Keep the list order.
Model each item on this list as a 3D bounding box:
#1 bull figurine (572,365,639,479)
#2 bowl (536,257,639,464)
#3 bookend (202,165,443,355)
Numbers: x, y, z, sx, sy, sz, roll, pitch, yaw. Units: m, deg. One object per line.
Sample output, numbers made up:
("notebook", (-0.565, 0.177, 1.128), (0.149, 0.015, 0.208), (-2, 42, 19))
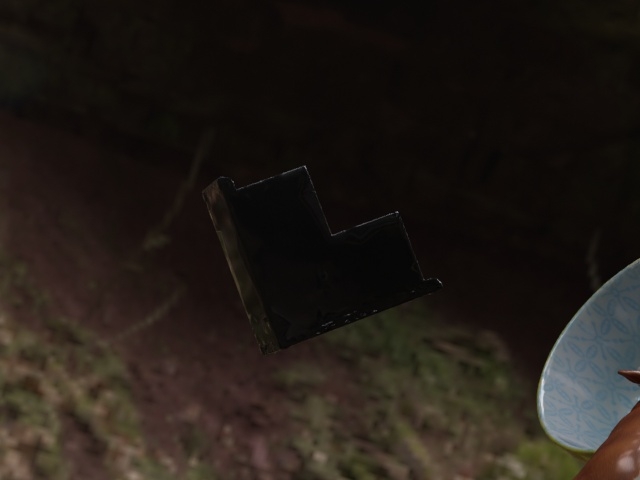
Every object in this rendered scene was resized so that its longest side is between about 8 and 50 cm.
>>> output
("bull figurine", (0.306, 0.203, 1.703), (0.101, 0.310, 0.188), (52, -31, -20))
("bowl", (0.383, 0.148, 1.956), (0.156, 0.289, 0.289), (45, -15, -25))
("bookend", (0.000, 0.000, 1.654), (0.156, 0.157, 0.072), (-21, -2, -17))
